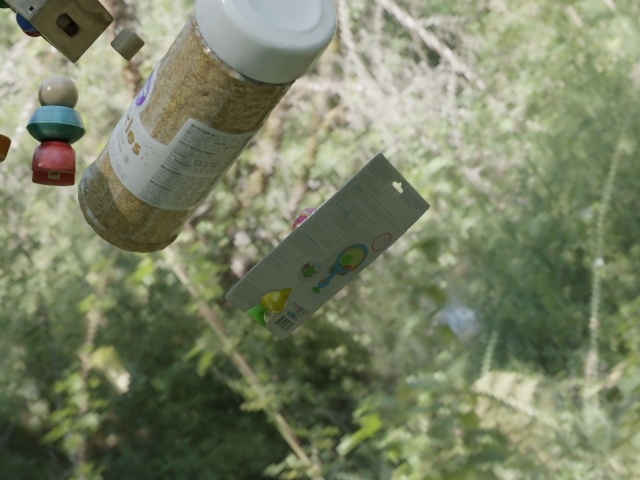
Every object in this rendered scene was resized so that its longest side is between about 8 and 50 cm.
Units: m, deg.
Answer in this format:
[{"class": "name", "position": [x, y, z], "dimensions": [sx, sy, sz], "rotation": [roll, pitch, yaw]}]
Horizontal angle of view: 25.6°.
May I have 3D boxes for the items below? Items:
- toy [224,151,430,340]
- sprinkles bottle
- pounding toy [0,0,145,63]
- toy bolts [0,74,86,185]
[{"class": "toy", "position": [0.000, 0.000, 1.619], "dimensions": [0.237, 0.137, 0.056], "rotation": [-45, 51, 2]}, {"class": "sprinkles bottle", "position": [-0.117, -0.122, 1.344], "dimensions": [0.121, 0.121, 0.355], "rotation": [-45, -2, -44]}, {"class": "pounding toy", "position": [-0.322, -0.278, 1.808], "dimensions": [0.094, 0.206, 0.181], "rotation": [-48, -25, -3]}, {"class": "toy bolts", "position": [-0.451, -0.178, 2.042], "dimensions": [0.229, 0.158, 0.218], "rotation": [4, -12, -16]}]
